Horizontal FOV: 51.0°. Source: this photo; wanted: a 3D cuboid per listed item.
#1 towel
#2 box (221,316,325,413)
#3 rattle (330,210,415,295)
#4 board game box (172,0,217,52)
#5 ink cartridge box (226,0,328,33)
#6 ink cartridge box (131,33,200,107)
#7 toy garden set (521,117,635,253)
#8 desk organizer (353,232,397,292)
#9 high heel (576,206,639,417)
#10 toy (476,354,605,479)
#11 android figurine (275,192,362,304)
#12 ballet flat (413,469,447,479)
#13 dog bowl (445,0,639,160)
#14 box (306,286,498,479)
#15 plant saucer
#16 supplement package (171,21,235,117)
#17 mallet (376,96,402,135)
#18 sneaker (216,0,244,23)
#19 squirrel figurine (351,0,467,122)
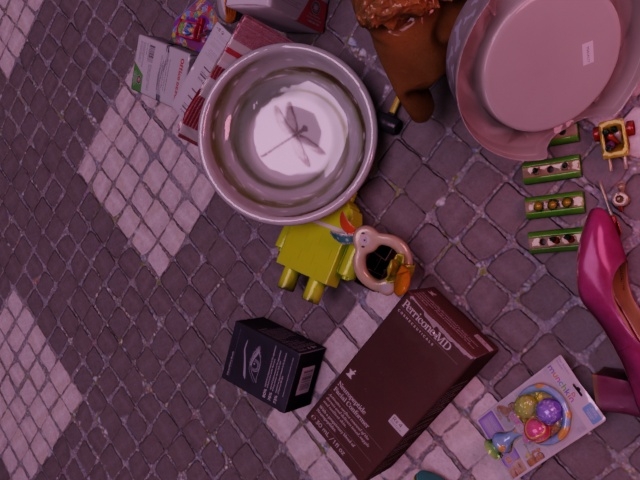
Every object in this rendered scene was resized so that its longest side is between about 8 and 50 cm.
[{"bbox_3d":[-0.159,-0.329,1.567,0.329,0.237,0.037,-53,28,22],"label":"towel"},{"bbox_3d":[-0.113,0.288,1.587,0.207,0.108,0.153,23,103,32],"label":"box"},{"bbox_3d":[0.094,0.029,1.362,0.199,0.143,0.130,48,121,-1],"label":"rattle"},{"bbox_3d":[-0.348,-0.567,1.791,0.169,0.033,0.133,-29,75,30],"label":"board game box"},{"bbox_3d":[-0.076,-0.640,1.493,0.131,0.226,0.306,10,95,32],"label":"ink cartridge box"},{"bbox_3d":[-0.396,-0.443,1.782,0.208,0.087,0.153,29,114,30],"label":"ink cartridge box"},{"bbox_3d":[0.471,-0.104,1.230,0.204,0.049,0.244,-6,86,34],"label":"toy garden set"},{"bbox_3d":[0.128,0.049,1.459,0.047,0.050,0.130,37,110,28],"label":"desk organizer"},{"bbox_3d":[0.547,0.125,1.131,0.181,0.127,0.377,-3,103,44],"label":"high heel"},{"bbox_3d":[0.392,0.338,1.253,0.237,0.056,0.137,-53,52,35],"label":"toy"},{"bbox_3d":[0.000,0.000,1.518,0.248,0.056,0.272,19,87,41],"label":"android figurine"},{"bbox_3d":[0.280,0.556,1.348,0.231,0.077,0.077,25,120,29],"label":"ballet flat"},{"bbox_3d":[0.371,-0.311,1.124,0.348,0.349,0.102,-56,31,21],"label":"dog bowl"},{"bbox_3d":[0.162,0.298,1.386,0.191,0.143,0.381,45,112,25],"label":"box"},{"bbox_3d":[-0.070,-0.230,1.499,0.401,0.100,0.400,0,89,8],"label":"plant saucer"},{"bbox_3d":[-0.231,-0.382,1.649,0.134,0.139,0.244,47,115,26],"label":"supplement package"},{"bbox_3d":[0.166,-0.324,1.447,0.062,0.039,0.189,20,97,29],"label":"mallet"},{"bbox_3d":[-0.245,-0.663,1.696,0.121,0.099,0.262,-12,76,41],"label":"sneaker"},{"bbox_3d":[0.254,-0.457,1.182,0.371,0.397,0.281,-21,67,19],"label":"squirrel figurine"}]
